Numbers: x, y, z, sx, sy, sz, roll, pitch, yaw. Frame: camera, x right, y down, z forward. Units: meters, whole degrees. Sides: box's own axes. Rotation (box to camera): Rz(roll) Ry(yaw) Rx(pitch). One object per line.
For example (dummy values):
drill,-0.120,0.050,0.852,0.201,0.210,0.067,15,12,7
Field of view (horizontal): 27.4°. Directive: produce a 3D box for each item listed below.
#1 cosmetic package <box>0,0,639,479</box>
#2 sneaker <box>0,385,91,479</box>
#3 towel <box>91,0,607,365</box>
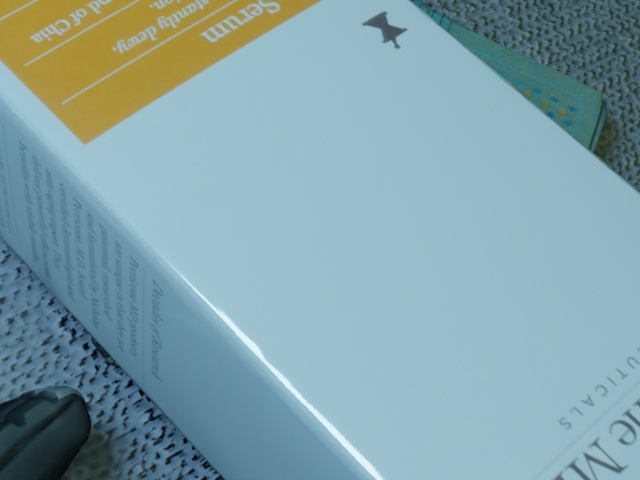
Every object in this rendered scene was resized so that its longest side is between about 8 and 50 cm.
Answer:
cosmetic package,0.000,0.000,0.728,0.230,0.161,0.453,-36,68,-27
sneaker,-0.201,0.184,0.666,0.106,0.101,0.267,53,53,-16
towel,0.037,-0.019,0.900,0.271,0.040,0.370,27,57,-5
